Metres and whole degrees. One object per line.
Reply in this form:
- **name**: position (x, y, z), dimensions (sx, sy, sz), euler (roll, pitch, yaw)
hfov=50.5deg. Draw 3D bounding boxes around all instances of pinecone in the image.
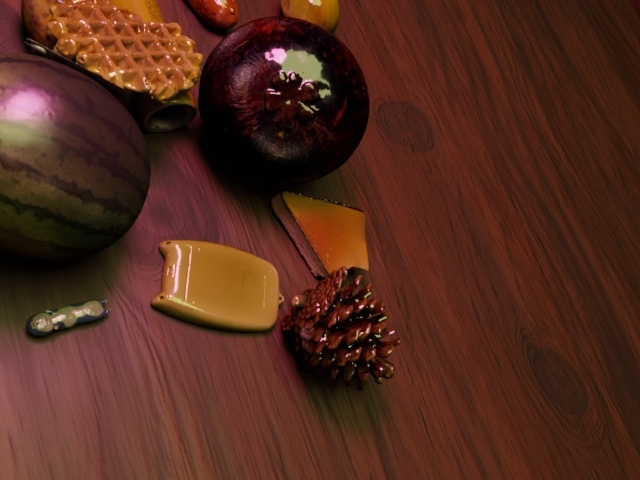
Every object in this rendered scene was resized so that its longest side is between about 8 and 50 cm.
- **pinecone**: position (0.040, 0.162, 1.163), dimensions (0.169, 0.185, 0.212), euler (-31, 98, -15)

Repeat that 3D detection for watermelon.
- **watermelon**: position (-0.397, -0.110, 0.969), dimensions (0.359, 0.279, 0.278), euler (33, 45, -50)

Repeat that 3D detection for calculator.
- **calculator**: position (-0.167, 0.077, 1.173), dimensions (0.237, 0.033, 0.157), euler (15, 57, -26)

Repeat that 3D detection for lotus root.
- **lotus root**: position (-0.459, -0.387, 1.195), dimensions (0.120, 0.120, 0.209), euler (-16, 75, -36)

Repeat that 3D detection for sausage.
- **sausage**: position (-0.240, -0.518, 1.426), dimensions (0.089, 0.089, 0.179), euler (-28, 78, -38)

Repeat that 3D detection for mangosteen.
- **mangosteen**: position (-0.068, -0.254, 1.260), dimensions (0.330, 0.330, 0.330), euler (14, 58, -25)

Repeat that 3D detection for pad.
- **pad**: position (-0.382, -0.243, 1.085), dimensions (0.160, 0.265, 0.009), euler (26, 81, -16)

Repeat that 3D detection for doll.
- **doll**: position (-0.379, 0.115, 1.026), dimensions (0.125, 0.027, 0.037), euler (-17, 67, -36)

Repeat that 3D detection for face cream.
- **face cream**: position (-0.333, -0.375, 1.270), dimensions (0.105, 0.105, 0.348), euler (-11, 72, -35)

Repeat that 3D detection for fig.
- **fig**: position (-0.024, -0.526, 1.538), dimensions (0.153, 0.121, 0.136), euler (54, 41, -26)

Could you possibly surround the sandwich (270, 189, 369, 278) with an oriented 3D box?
- **sandwich**: position (0.000, 0.000, 1.299), dimensions (0.193, 0.058, 0.162), euler (13, 60, -28)

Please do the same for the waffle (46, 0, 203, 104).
- **waffle**: position (-0.321, -0.325, 1.124), dimensions (0.253, 0.056, 0.249), euler (32, 38, -8)
